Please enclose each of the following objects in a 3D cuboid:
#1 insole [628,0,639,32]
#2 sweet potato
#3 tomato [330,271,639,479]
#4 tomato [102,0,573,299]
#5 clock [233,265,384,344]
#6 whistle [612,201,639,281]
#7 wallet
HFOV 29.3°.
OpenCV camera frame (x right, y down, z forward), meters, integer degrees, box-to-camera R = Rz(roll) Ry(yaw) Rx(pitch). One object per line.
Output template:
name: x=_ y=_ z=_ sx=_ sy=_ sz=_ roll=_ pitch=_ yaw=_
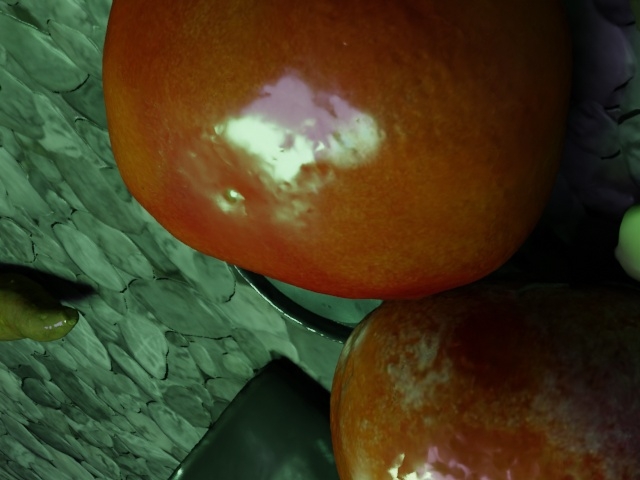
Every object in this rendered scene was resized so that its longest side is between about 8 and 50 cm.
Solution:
insole: x=0.199 y=-0.018 z=0.496 sx=0.111 sy=0.007 sz=0.328 roll=108 pitch=142 yaw=-63
sweet potato: x=-0.317 y=0.073 z=1.261 sx=0.244 sy=0.077 sz=0.077 roll=7 pitch=137 yaw=38
tomato: x=0.117 y=0.113 z=0.713 sx=0.232 sy=0.232 sz=0.188 roll=2 pitch=91 yaw=45
tomato: x=0.001 y=-0.078 z=0.632 sx=0.260 sy=0.180 sz=0.260 roll=19 pitch=141 yaw=16
clock: x=0.000 y=0.000 z=0.868 sx=0.184 sy=0.040 sz=0.184 roll=27 pitch=148 yaw=19
whistle: x=0.267 y=0.005 z=0.547 sx=0.141 sy=0.141 sz=0.294 roll=48 pitch=167 yaw=-16
wallet: x=0.039 y=0.316 z=1.087 sx=0.406 sy=0.228 sz=0.062 roll=39 pitch=-178 yaw=-2
